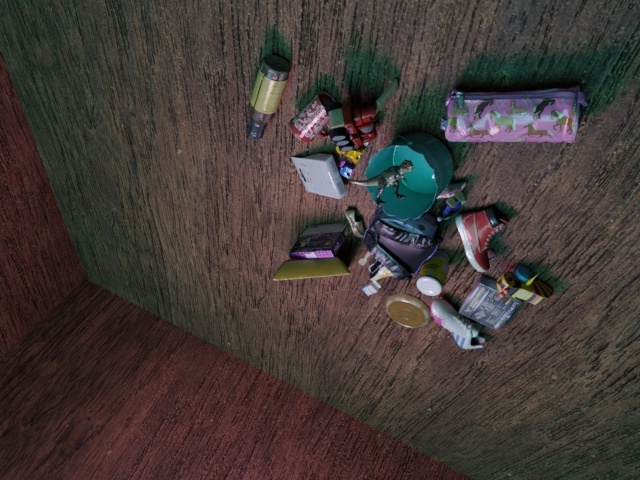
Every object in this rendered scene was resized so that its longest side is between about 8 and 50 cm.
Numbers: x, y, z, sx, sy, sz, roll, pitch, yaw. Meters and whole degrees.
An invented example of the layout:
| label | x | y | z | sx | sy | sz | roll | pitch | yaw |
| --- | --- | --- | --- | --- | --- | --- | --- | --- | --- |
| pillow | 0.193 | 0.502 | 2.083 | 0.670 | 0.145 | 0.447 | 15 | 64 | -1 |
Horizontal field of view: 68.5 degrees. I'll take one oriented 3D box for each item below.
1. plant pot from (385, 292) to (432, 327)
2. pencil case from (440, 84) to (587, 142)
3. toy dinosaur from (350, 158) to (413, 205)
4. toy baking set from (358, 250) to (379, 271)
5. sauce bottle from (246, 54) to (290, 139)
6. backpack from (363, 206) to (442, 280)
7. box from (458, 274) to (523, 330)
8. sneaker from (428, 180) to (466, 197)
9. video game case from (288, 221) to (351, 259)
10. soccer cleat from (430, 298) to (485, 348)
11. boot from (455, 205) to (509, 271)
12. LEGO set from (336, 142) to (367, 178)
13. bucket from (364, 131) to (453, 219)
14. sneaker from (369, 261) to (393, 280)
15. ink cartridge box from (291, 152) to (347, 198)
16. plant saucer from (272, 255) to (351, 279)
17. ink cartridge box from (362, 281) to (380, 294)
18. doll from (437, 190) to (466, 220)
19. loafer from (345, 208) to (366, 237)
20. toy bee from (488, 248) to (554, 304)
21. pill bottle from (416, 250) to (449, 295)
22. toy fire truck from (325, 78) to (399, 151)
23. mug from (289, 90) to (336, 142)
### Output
| label | x | y | z | sx | sy | sz | roll | pitch | yaw |
| --- | --- | --- | --- | --- | --- | --- | --- | --- | --- |
| plant pot | 0.419 | 0.349 | 2.272 | 0.236 | 0.032 | 0.236 | 18 | 138 | 17 |
| pencil case | 0.562 | -0.369 | 1.386 | 0.386 | 0.167 | 0.160 | 8 | 101 | 27 |
| toy dinosaur | 0.219 | -0.183 | 1.556 | 0.268 | 0.064 | 0.118 | -15 | 94 | 45 |
| toy baking set | 0.280 | 0.091 | 2.109 | 0.256 | 0.030 | 0.197 | 11 | 135 | 23 |
| sauce bottle | -0.209 | -0.524 | 1.760 | 0.111 | 0.111 | 0.344 | 34 | 140 | -1 |
| backpack | 0.313 | -0.021 | 1.844 | 0.263 | 0.213 | 0.276 | 26 | 133 | -3 |
| box | 0.715 | 0.266 | 1.981 | 0.183 | 0.056 | 0.231 | 25 | 138 | 11 |
| sneaker | 0.448 | -0.194 | 1.704 | 0.158 | 0.061 | 0.065 | -16 | 113 | 40 |
| video game case | 0.000 | 0.000 | 2.061 | 0.232 | 0.210 | 0.042 | -6 | 124 | 35 |
| soccer cleat | 0.621 | 0.368 | 2.098 | 0.143 | 0.116 | 0.331 | -9 | 133 | 49 |
| boot | 0.623 | -0.003 | 1.732 | 0.176 | 0.088 | 0.244 | -15 | 105 | 38 |
| LEGO set | 0.104 | -0.326 | 1.772 | 0.093 | 0.087 | 0.227 | 31 | 138 | 2 |
| bucket | 0.311 | -0.231 | 1.625 | 0.281 | 0.183 | 0.281 | 22 | 131 | 27 |
| sneaker | 0.292 | 0.134 | 2.070 | 0.094 | 0.081 | 0.208 | 26 | 144 | -16 |
| ink cartridge box | -0.006 | -0.270 | 1.927 | 0.225 | 0.056 | 0.181 | 21 | 144 | 50 |
| plant saucer | -0.039 | 0.119 | 2.121 | 0.333 | 0.333 | 0.081 | -5 | 88 | -1 |
| ink cartridge box | 0.246 | 0.230 | 2.268 | 0.048 | 0.028 | 0.083 | 44 | 138 | -13 |
| doll | 0.479 | -0.118 | 1.718 | 0.046 | 0.129 | 0.189 | 53 | 171 | 15 |
| loafer | 0.157 | -0.074 | 2.007 | 0.050 | 0.056 | 0.148 | -9 | 125 | 46 |
| toy bee | 0.737 | 0.178 | 1.798 | 0.298 | 0.162 | 0.195 | 14 | 133 | 18 |
| pill bottle | 0.464 | 0.128 | 1.909 | 0.103 | 0.184 | 0.103 | 18 | 137 | 17 |
| toy fire truck | 0.155 | -0.423 | 1.593 | 0.246 | 0.217 | 0.158 | -10 | 83 | 13 |
| mug | -0.009 | -0.456 | 1.726 | 0.169 | 0.150 | 0.113 | -39 | 67 | 44 |
